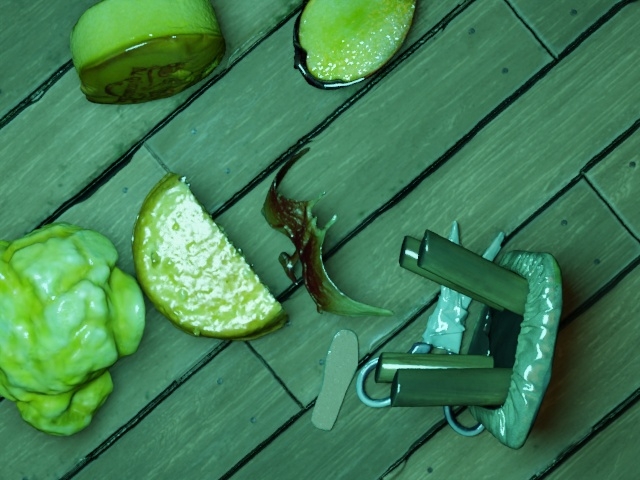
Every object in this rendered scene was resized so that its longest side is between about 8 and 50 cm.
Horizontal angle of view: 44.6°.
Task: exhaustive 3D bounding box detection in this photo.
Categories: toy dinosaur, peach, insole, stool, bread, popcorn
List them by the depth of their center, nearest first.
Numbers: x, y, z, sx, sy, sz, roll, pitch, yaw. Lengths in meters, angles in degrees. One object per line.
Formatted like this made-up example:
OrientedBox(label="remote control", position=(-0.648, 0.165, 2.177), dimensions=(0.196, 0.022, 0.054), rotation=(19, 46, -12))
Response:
OrientedBox(label="stool", position=(0.231, 0.149, 1.275), dimensions=(0.226, 0.310, 0.310), rotation=(11, 88, -1))
OrientedBox(label="popcorn", position=(-0.458, 0.139, 1.289), dimensions=(0.293, 0.334, 0.292), rotation=(-1, 53, -27))
OrientedBox(label="bread", position=(-0.289, -0.318, 1.308), dimensions=(0.269, 0.270, 0.148), rotation=(-19, 86, 0))
OrientedBox(label="bread", position=(-0.216, 0.057, 1.342), dimensions=(0.179, 0.194, 0.340), rotation=(-37, 95, -8))
OrientedBox(label="toy dinosaur", position=(0.006, -0.001, 1.347), dimensions=(0.112, 0.327, 0.207), rotation=(-13, 126, -32))
OrientedBox(label="peach", position=(0.068, -0.386, 1.405), dimensions=(0.279, 0.068, 0.189), rotation=(-39, 84, 2))
OrientedBox(label="insole", position=(0.029, 0.257, 1.445), dimensions=(0.063, 0.010, 0.192), rotation=(17, 92, 0))

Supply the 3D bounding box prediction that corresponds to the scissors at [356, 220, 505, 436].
OrientedBox(label="scissors", position=(0.239, 0.154, 1.437), dimensions=(0.256, 0.029, 0.384), rotation=(20, 90, -2))
